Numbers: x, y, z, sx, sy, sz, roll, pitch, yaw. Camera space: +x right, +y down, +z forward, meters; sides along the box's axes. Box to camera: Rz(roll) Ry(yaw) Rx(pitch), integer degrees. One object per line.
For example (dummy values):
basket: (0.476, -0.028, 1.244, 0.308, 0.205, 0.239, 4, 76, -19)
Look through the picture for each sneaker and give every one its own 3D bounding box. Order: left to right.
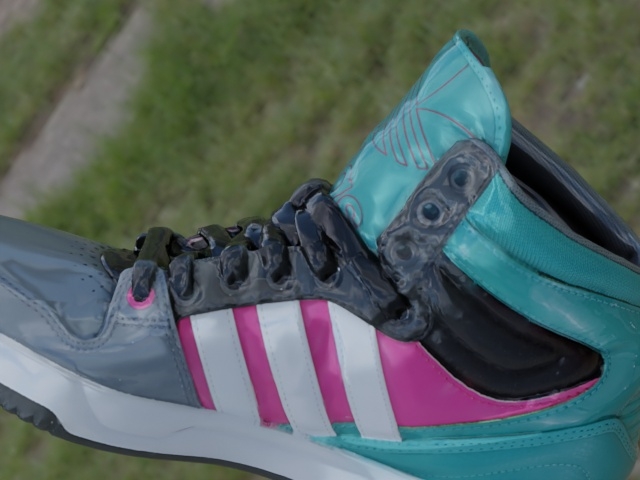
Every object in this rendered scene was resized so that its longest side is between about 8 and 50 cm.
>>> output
sneaker: (0.000, 0.000, 0.677, 0.124, 0.295, 0.178, -100, 31, -68)
